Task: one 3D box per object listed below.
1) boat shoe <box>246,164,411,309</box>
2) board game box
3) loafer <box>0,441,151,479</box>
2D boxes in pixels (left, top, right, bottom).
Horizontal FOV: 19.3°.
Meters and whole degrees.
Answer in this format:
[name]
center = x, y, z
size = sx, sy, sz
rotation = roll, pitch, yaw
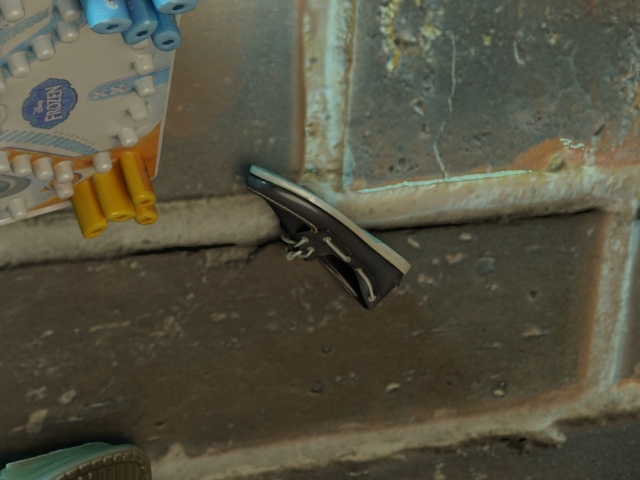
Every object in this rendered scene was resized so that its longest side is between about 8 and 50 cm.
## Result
[boat shoe]
center = 0.000, 0.000, 1.758
size = 0.206, 0.075, 0.065
rotation = 35, 89, -36
[board game box]
center = -0.280, -0.050, 1.270
size = 0.390, 0.390, 0.050
rotation = -17, 73, -14
[loafer]
center = -0.276, 0.246, 1.713
size = 0.269, 0.092, 0.101
rotation = -21, 120, -36
